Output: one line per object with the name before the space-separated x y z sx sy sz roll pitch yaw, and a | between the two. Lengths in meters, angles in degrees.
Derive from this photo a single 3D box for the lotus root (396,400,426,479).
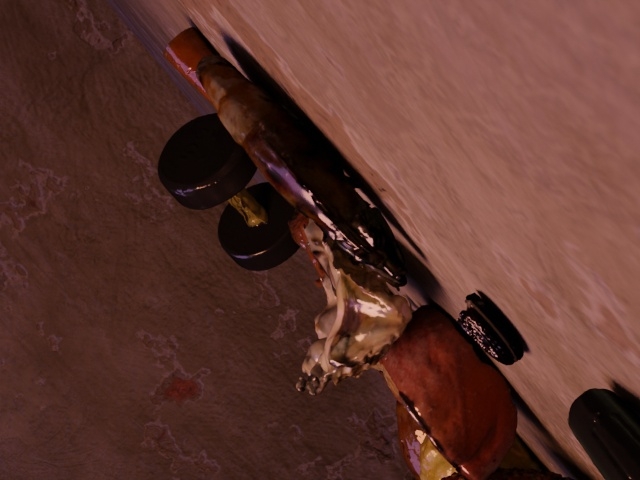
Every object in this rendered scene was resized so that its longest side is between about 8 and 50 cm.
lotus root | 0.223 0.369 1.651 0.180 0.199 0.188 47 173 -2

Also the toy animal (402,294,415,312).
toy animal | 0.141 0.143 1.269 0.085 0.071 0.124 49 177 -6

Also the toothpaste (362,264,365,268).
toothpaste | 0.081 0.039 1.259 0.049 0.031 0.204 62 177 14

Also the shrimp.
shrimp | -0.014 -0.081 0.949 0.365 0.071 0.233 48 -174 16

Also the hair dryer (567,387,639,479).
hair dryer | 0.243 0.205 0.453 0.244 0.116 0.302 51 -172 -25

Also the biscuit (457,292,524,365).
biscuit | 0.151 0.080 0.748 0.087 0.027 0.089 51 177 -27

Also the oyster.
oyster | 0.032 0.081 1.051 0.351 0.115 0.238 169 104 -78

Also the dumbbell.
dumbbell | -0.175 -0.096 1.717 0.204 0.204 0.322 47 176 41

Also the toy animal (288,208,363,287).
toy animal | 0.000 0.000 1.433 0.157 0.097 0.312 56 175 0

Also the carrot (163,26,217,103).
carrot | -0.126 -0.203 1.143 0.209 0.061 0.061 47 177 -3

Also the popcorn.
popcorn | 0.293 0.436 1.426 0.286 0.215 0.252 44 -162 18

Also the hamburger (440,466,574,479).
hamburger | 0.239 0.386 1.023 0.300 0.300 0.176 -147 55 -80

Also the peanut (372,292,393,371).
peanut | 0.138 0.209 1.538 0.298 0.136 0.120 49 -149 -3

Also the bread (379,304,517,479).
bread | 0.157 0.186 1.090 0.190 0.123 0.244 53 176 -17
